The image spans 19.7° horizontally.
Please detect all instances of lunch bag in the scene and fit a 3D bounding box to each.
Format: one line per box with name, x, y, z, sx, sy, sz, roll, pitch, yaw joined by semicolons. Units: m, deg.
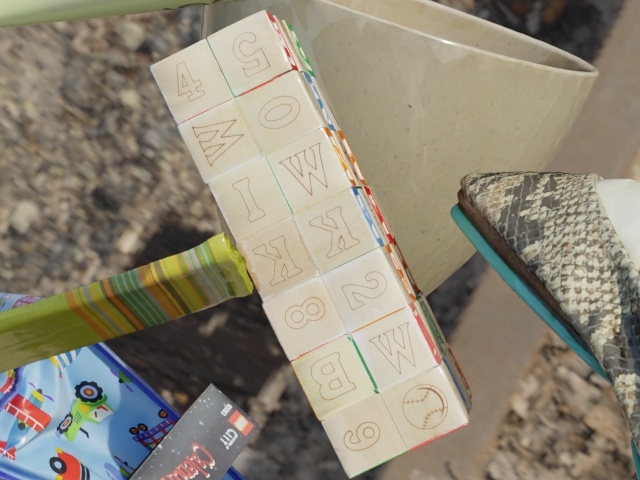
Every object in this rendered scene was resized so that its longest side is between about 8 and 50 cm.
lunch bag;-0.157;0.166;1.413;0.221;0.293;0.138;2;61;62

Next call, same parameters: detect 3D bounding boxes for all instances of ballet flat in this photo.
ballet flat;0.239;0.076;1.121;0.182;0.164;0.483;-42;39;16

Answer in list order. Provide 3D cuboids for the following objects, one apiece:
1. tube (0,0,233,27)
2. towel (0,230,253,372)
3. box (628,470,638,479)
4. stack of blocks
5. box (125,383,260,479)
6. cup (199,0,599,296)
tube;-0.043;-0.124;0.750;0.240;0.070;0.062;-5;81;31
towel;-0.154;0.045;0.975;0.237;0.102;0.021;-18;75;0
box;0.321;0.213;1.350;0.180;0.077;0.147;39;91;-11
stack of blocks;0.000;0.000;1.257;0.087;0.171;0.297;-26;89;6
box;-0.133;0.197;1.100;0.044;0.233;0.159;40;118;1
cup;0.035;-0.081;1.527;0.331;0.331;0.237;25;105;28
